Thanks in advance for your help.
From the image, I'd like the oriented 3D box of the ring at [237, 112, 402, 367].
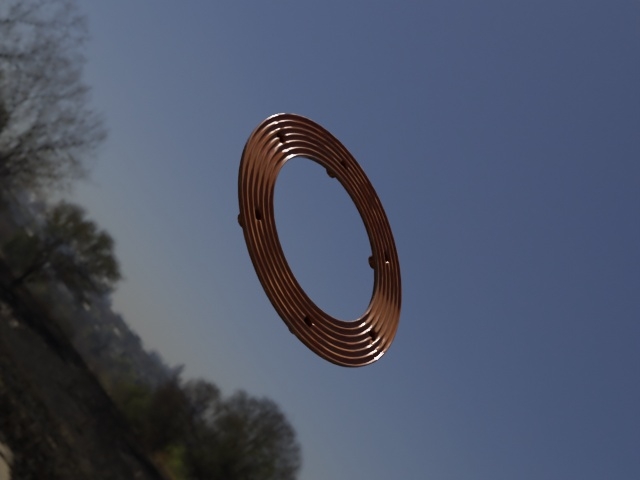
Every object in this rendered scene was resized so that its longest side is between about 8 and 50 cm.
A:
[{"bbox_3d":[0.000,0.000,1.373,0.032,0.336,0.336,-22,-72,32],"label":"ring"}]
